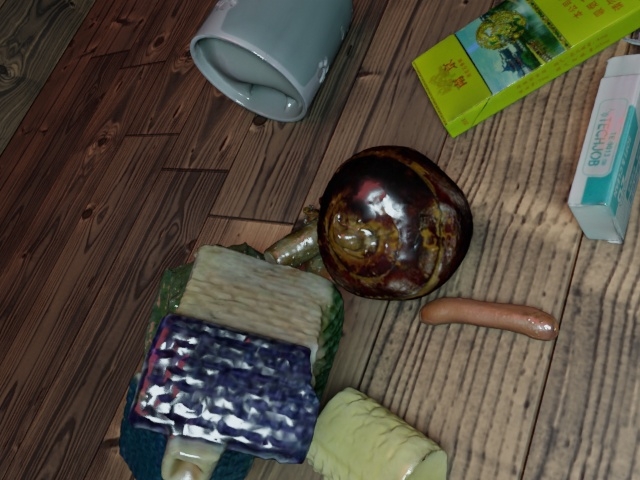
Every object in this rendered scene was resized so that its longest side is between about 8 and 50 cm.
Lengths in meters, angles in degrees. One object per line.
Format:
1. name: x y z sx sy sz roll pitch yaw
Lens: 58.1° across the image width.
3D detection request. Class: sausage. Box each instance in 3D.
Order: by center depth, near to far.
1. sausage: 0.217 0.100 0.760 0.186 0.043 0.043 3 65 37

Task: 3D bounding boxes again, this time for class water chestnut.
1. water chestnut: 0.107 -0.023 0.828 0.223 0.238 0.224 4 102 17

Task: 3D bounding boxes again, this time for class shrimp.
1. shrimp: 0.000 0.000 0.984 0.091 0.043 0.184 -35 48 19

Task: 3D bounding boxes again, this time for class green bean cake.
1. green bean cake: -0.183 0.146 0.974 0.254 0.132 0.241 -16 58 28

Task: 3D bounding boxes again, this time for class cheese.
1. cheese: 0.069 0.274 0.727 0.167 0.093 0.123 21 86 47

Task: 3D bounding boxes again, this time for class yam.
1. yam: 0.022 -0.029 0.927 0.252 0.061 0.061 -35 45 -11

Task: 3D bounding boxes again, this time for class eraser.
1. eraser: 0.378 -0.117 0.737 0.052 0.095 0.225 7 68 44

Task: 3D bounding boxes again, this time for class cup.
1. cup: -0.100 -0.424 1.216 0.275 0.259 0.356 -62 16 -13

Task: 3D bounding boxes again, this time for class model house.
1. model house: -0.119 0.206 0.695 0.284 0.243 0.299 -76 4 -65

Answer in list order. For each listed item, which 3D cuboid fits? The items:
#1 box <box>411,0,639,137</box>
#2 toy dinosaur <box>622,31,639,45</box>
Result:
1. box: 0.326 -0.323 0.941 0.334 0.047 0.187 -30 49 19
2. toy dinosaur: 0.521 -0.287 0.774 0.208 0.039 0.082 -4 57 23
